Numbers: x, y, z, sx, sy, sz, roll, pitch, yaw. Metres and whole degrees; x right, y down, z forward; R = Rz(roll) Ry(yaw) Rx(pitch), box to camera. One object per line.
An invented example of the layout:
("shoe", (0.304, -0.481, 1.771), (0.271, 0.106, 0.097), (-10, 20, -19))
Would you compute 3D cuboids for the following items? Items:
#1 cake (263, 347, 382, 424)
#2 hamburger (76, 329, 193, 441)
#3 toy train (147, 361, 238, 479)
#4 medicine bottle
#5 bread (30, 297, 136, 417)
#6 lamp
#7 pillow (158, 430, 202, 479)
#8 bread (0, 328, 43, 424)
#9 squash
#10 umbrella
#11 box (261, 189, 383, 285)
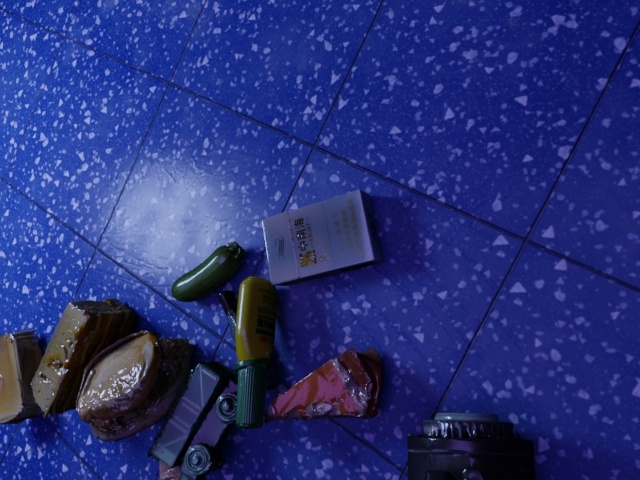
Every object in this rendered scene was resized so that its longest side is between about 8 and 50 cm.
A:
("cake", (0.005, 0.326, 1.032), (0.287, 0.098, 0.135), (-32, 70, 18))
("hamburger", (-0.425, 0.317, 1.180), (0.243, 0.146, 0.286), (18, 60, 44))
("toy train", (-0.252, 0.397, 1.124), (0.154, 0.115, 0.269), (28, 88, 17))
("medicine bottle", (-0.139, 0.231, 1.074), (0.076, 0.111, 0.308), (-10, 64, 28))
("bread", (-0.584, 0.285, 1.281), (0.114, 0.185, 0.274), (27, 95, 21))
("lamp", (0.250, 0.421, 0.834), (0.205, 0.374, 0.272), (-10, 47, 31))
("pillow", (-0.327, 0.555, 1.198), (0.126, 0.043, 0.232), (-8, 77, 20))
("bread", (-0.846, 0.382, 1.437), (0.136, 0.107, 0.241), (-25, 73, 18))
("squash", (-0.265, 0.080, 1.214), (0.219, 0.068, 0.077), (-37, 64, 16))
("umbrella", (-0.169, 0.223, 1.156), (0.052, 0.053, 0.250), (-38, 70, 19))
("box", (0.000, 0.000, 1.096), (0.243, 0.067, 0.155), (-17, 75, 23))
